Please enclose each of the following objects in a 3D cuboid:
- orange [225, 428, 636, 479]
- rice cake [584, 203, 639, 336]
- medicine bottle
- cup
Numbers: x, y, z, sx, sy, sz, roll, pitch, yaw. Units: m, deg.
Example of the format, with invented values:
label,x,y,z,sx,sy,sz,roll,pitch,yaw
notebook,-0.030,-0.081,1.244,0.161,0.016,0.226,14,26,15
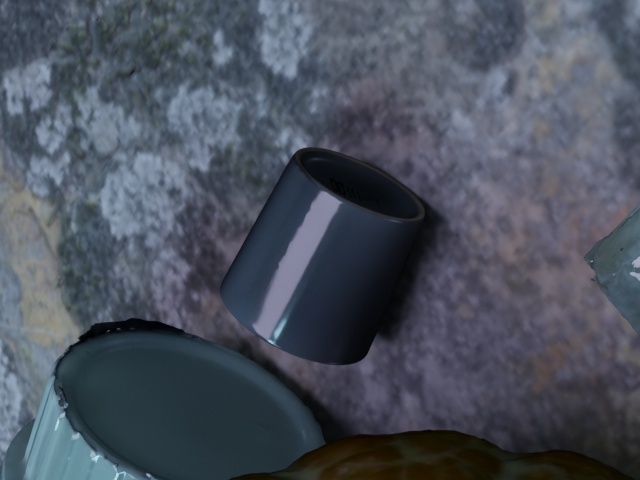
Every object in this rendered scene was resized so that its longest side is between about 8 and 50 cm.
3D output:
label,x,y,z,sx,sy,sz,roll,pitch,yaw
orange,0.037,0.230,0.473,0.329,0.329,0.249,42,154,30
rice cake,0.188,0.085,0.500,0.045,0.042,0.245,-49,64,28
medicine bottle,-0.113,0.211,0.700,0.158,0.158,0.318,38,119,32
cup,0.000,0.000,0.639,0.077,0.078,0.100,-64,26,20
